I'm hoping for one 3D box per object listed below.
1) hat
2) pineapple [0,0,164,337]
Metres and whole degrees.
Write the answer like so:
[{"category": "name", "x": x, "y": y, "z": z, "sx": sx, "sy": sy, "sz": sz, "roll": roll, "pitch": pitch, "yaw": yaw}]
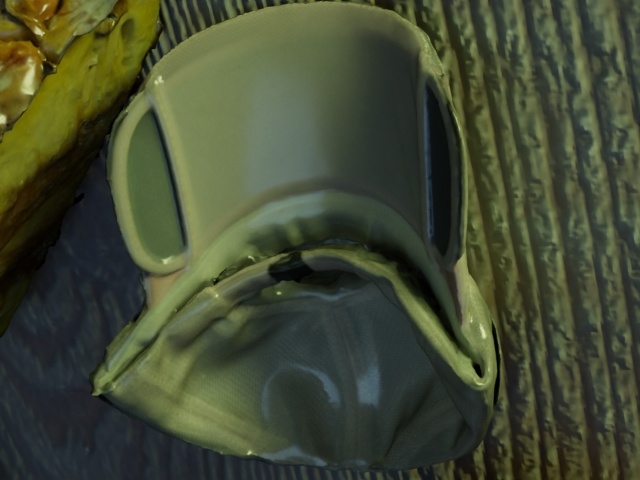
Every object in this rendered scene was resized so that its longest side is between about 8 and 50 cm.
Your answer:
[{"category": "hat", "x": 0.000, "y": 0.000, "z": 1.030, "sx": 0.219, "sy": 0.164, "sz": 0.226, "roll": 1, "pitch": 79, "yaw": 23}, {"category": "pineapple", "x": -0.210, "y": -0.051, "z": 1.036, "sx": 0.161, "sy": 0.158, "sz": 0.334, "roll": 34, "pitch": 126, "yaw": 3}]
